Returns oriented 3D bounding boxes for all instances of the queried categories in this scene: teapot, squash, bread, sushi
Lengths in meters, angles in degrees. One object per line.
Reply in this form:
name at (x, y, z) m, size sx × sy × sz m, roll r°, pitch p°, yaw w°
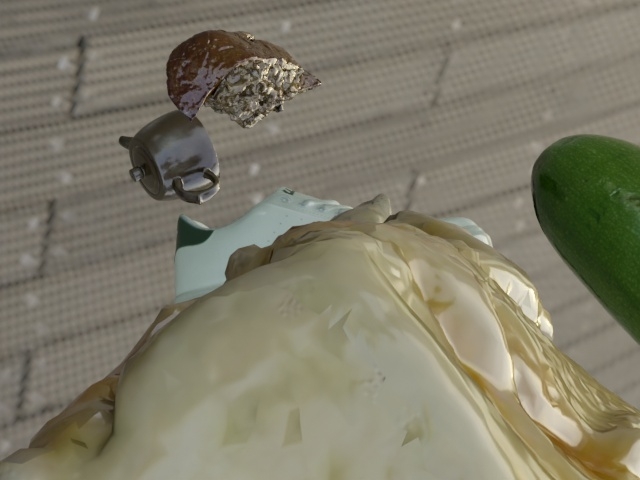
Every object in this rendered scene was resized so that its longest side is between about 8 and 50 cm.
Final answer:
teapot at (-0.132, -0.066, 1.627) m, size 0.068 × 0.121 × 0.076 m, roll -27°, pitch 137°, yaw -24°
squash at (0.207, 0.045, 0.926) m, size 0.082 × 0.292 × 0.082 m, roll -30°, pitch 150°, yaw -19°
bread at (-0.014, 0.191, 0.598) m, size 0.371 × 0.279 × 0.390 m, roll -49°, pitch 174°, yaw 9°
sushi at (-0.043, -0.092, 1.056) m, size 0.052 × 0.055 × 0.120 m, roll -46°, pitch 166°, yaw 14°

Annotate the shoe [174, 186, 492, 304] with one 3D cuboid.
shoe at (0.000, 0.000, 1.480) m, size 0.095 × 0.265 × 0.110 m, roll 44°, pitch 33°, yaw -70°
